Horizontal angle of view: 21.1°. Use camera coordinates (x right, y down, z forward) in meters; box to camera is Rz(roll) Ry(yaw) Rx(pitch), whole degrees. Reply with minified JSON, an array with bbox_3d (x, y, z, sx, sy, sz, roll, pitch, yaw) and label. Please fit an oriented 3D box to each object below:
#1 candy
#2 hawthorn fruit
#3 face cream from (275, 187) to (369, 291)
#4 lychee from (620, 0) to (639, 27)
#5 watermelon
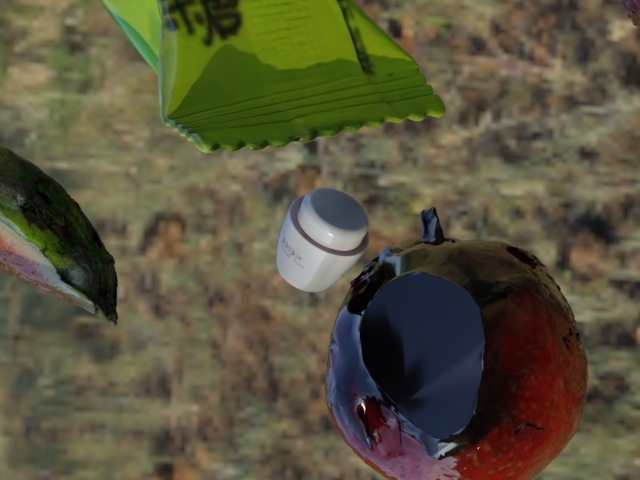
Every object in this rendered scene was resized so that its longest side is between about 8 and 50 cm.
[{"bbox_3d":[-0.051,-0.122,0.822,0.246,0.149,0.069,52,145,36],"label":"candy"},{"bbox_3d":[0.141,0.138,1.800,0.316,0.316,0.316,-176,90,-74],"label":"hawthorn fruit"},{"bbox_3d":[0.000,0.000,1.797,0.091,0.091,0.095,-102,33,-45],"label":"face cream"},{"bbox_3d":[0.360,-0.250,1.573,0.194,0.194,0.194,-176,90,-74],"label":"lychee"},{"bbox_3d":[-0.257,-0.015,1.330,0.063,0.245,0.119,-51,-15,-39],"label":"watermelon"}]
